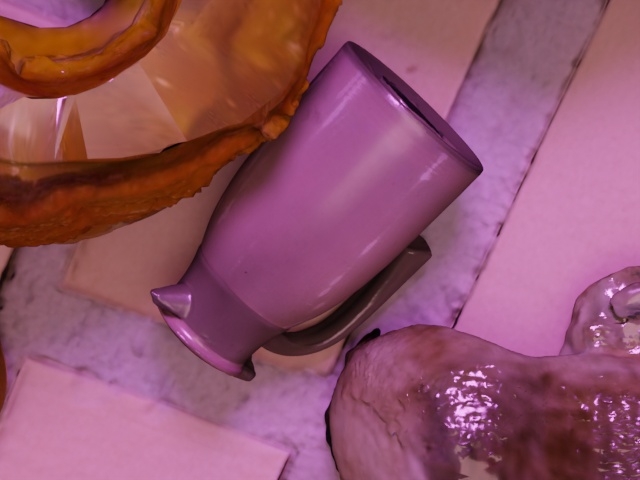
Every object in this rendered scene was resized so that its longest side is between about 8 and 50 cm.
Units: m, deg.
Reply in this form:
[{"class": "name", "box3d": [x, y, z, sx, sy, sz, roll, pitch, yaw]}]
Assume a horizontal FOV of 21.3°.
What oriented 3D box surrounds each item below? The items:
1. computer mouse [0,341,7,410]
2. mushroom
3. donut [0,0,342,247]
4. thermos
[{"class": "computer mouse", "box3d": [-0.305, 0.092, 0.982, 0.245, 0.056, 0.126, -17, 105, -2]}, {"class": "mushroom", "box3d": [0.179, 0.133, 0.998, 0.344, 0.130, 0.247, 10, 107, -8]}, {"class": "donut", "box3d": [-0.151, -0.145, 0.881, 0.330, 0.160, 0.330, -1, 104, -5]}, {"class": "thermos", "box3d": [0.000, 0.000, 0.970, 0.193, 0.105, 0.137, -48, 134, 11]}]
